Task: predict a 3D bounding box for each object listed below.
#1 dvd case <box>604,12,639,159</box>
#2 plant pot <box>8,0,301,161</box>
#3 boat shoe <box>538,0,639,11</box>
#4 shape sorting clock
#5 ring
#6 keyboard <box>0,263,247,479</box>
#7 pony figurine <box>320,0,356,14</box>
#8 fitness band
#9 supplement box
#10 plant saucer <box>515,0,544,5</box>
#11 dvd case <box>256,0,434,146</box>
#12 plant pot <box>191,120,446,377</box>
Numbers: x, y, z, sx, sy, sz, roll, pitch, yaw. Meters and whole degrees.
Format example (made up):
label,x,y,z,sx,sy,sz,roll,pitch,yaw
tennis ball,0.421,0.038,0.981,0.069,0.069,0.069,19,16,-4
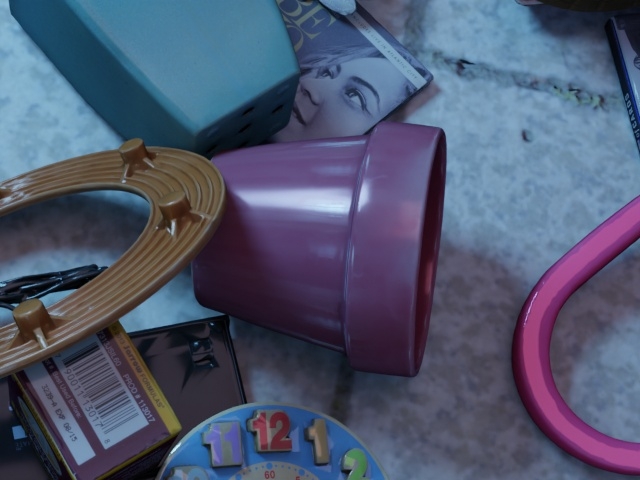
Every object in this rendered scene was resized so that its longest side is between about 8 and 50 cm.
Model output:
label,x,y,z,sx,sy,sz,roll,pitch,yaw
dvd case,0.375,-0.106,1.321,0.179,0.029,0.238,-6,70,-11
plant pot,-0.130,-0.179,1.189,0.166,0.165,0.234,-32,76,-18
boat shoe,0.307,-0.290,1.295,0.341,0.121,0.110,-10,65,-24
shape sorting clock,-0.034,0.225,1.105,0.206,0.040,0.206,6,67,-15
ring,-0.230,0.008,1.053,0.337,0.336,0.032,-29,118,-18
keyboard,-0.223,0.111,1.141,0.317,0.033,0.201,-10,76,-13
pony figurine,-0.016,-0.425,1.275,0.351,0.303,0.363,36,45,10
fitness band,0.297,0.071,1.207,0.291,0.054,0.209,-38,80,-11
supplement box,-0.167,0.126,1.030,0.081,0.188,0.104,-29,81,-18
plant saucer,0.274,-0.339,1.392,0.259,0.048,0.258,-7,69,-12
dvd case,-0.032,-0.138,1.279,0.221,0.018,0.164,-40,78,-21
plant pot,0.000,0.000,1.141,0.180,0.201,0.201,7,66,10
